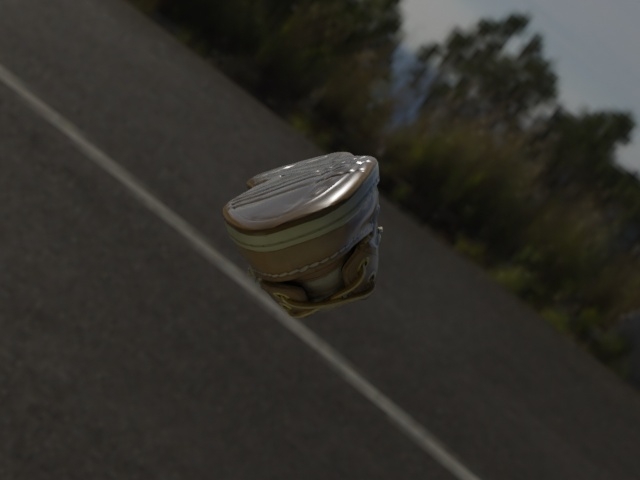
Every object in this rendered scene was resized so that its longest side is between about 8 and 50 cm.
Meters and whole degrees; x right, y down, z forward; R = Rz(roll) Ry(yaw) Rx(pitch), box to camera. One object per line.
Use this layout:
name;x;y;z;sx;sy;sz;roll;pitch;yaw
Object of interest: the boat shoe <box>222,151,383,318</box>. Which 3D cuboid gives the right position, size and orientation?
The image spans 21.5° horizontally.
boat shoe;0.000;0.000;0.526;0.135;0.050;0.045;-68;141;-82
